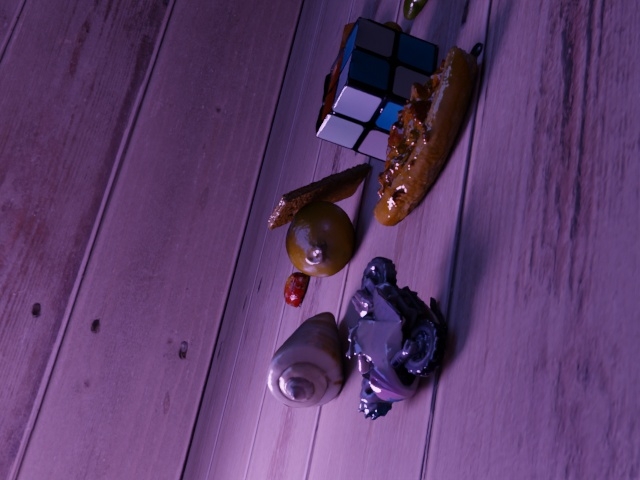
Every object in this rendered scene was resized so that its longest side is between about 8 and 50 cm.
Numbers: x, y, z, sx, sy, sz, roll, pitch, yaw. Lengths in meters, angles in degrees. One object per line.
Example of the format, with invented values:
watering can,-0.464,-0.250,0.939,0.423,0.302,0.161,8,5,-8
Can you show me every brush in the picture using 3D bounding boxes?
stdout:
brush,0.243,-0.300,1.552,0.083,0.008,0.024,145,138,-72

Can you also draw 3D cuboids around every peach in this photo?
peach,-0.061,0.116,2.300,0.077,0.050,0.083,-133,58,-79

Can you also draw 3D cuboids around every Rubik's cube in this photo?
Rubik's cube,0.104,-0.278,1.786,0.180,0.167,0.183,124,160,-51

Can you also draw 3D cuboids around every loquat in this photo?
loquat,0.000,0.000,1.933,0.195,0.152,0.152,-69,1,-68

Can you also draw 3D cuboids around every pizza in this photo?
pizza,0.161,-0.181,1.582,0.226,0.086,0.335,-92,20,-56

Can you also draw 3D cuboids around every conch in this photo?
conch,-0.001,0.217,1.741,0.255,0.127,0.158,-52,-39,-50

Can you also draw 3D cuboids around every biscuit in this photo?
biscuit,-0.005,-0.095,1.999,0.025,0.231,0.131,58,149,16

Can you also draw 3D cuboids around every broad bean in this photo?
broad bean,0.205,-0.511,1.974,0.195,0.046,0.061,131,152,-68

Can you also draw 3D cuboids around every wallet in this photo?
wallet,0.083,-0.509,2.590,0.195,0.042,0.160,-148,72,-77

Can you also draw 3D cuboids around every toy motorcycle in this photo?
toy motorcycle,0.086,0.155,1.352,0.239,0.108,0.204,-97,27,-65

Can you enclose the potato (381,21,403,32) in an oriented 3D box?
potato,0.128,-0.401,2.097,0.107,0.080,0.170,-66,-1,-60
